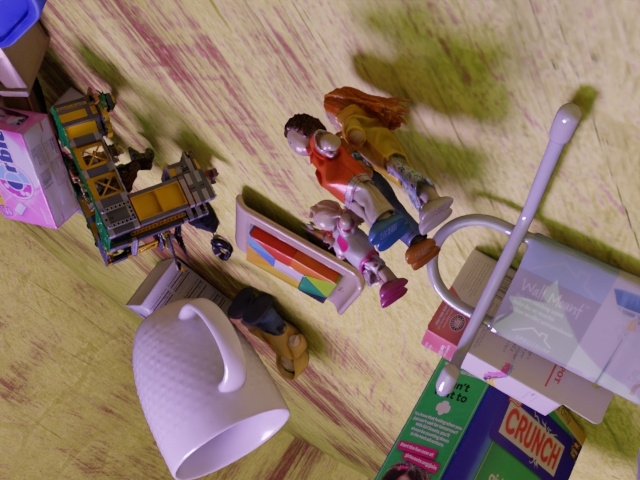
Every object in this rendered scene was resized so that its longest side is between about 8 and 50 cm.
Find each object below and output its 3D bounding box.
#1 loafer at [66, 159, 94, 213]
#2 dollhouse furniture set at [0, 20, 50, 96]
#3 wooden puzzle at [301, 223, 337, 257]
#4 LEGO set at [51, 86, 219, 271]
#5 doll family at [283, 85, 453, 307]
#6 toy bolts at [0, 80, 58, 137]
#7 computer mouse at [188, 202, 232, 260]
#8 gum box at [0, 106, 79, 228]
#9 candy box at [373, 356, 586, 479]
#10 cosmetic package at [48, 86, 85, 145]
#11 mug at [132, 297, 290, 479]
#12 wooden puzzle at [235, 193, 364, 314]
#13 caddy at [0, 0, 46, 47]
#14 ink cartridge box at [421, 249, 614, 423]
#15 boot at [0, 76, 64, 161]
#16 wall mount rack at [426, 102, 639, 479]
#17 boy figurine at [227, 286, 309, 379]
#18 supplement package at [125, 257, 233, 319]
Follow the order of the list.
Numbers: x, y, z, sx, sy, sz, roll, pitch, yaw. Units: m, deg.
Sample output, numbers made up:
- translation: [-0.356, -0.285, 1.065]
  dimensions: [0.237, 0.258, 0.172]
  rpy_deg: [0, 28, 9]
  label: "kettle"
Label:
- translation: [-0.581, -0.157, 1.426]
  dimensions: [0.087, 0.094, 0.251]
  rpy_deg: [-21, 136, 36]
  label: "loafer"
- translation: [-0.518, -0.287, 0.865]
  dimensions: [0.241, 0.212, 0.161]
  rpy_deg: [3, 151, 6]
  label: "dollhouse furniture set"
- translation: [0.000, 0.000, 0.982]
  dimensions: [0.049, 0.006, 0.083]
  rpy_deg: [22, 156, 31]
  label: "wooden puzzle"
- translation: [-0.280, -0.098, 1.034]
  dimensions: [0.255, 0.192, 0.331]
  rpy_deg: [61, 157, 13]
  label: "LEGO set"
- translation: [0.051, -0.055, 0.631]
  dimensions: [0.163, 0.118, 0.263]
  rpy_deg: [52, 171, 22]
  label: "doll family"
- translation: [-0.566, -0.264, 1.157]
  dimensions: [0.228, 0.158, 0.218]
  rpy_deg: [54, -166, -62]
  label: "toy bolts"
- translation: [-0.216, -0.016, 1.224]
  dimensions: [0.071, 0.041, 0.242]
  rpy_deg: [25, 158, 22]
  label: "computer mouse"
- translation: [-0.460, -0.116, 1.016]
  dimensions: [0.107, 0.062, 0.188]
  rpy_deg: [12, 132, 16]
  label: "gum box"
- translation: [0.227, 0.339, 0.940]
  dimensions: [0.122, 0.317, 0.268]
  rpy_deg: [3, 144, 52]
  label: "candy box"
- translation: [-0.411, -0.199, 1.096]
  dimensions: [0.041, 0.060, 0.115]
  rpy_deg: [35, 158, 0]
  label: "cosmetic package"
- translation: [-0.249, 0.275, 1.403]
  dimensions: [0.328, 0.276, 0.374]
  rpy_deg: [56, 144, 25]
  label: "mug"
- translation: [-0.048, 0.037, 1.069]
  dimensions: [0.238, 0.044, 0.221]
  rpy_deg: [34, 162, 3]
  label: "wooden puzzle"
- translation: [-0.354, -0.319, 0.599]
  dimensions: [0.241, 0.179, 0.341]
  rpy_deg: [20, 171, -36]
  label: "caddy"
- translation: [0.227, 0.111, 0.727]
  dimensions: [0.198, 0.115, 0.067]
  rpy_deg: [30, 160, 15]
  label: "ink cartridge box"
- translation: [-0.495, -0.191, 1.057]
  dimensions: [0.305, 0.115, 0.112]
  rpy_deg: [96, 160, -44]
  label: "boot"
- translation: [0.254, 0.054, 0.563]
  dimensions: [0.350, 0.130, 0.304]
  rpy_deg: [26, 119, 16]
  label: "wall mount rack"
- translation: [-0.108, 0.219, 1.505]
  dimensions: [0.177, 0.092, 0.285]
  rpy_deg: [16, 149, 34]
  label: "boy figurine"
- translation: [-0.359, 0.168, 1.682]
  dimensions: [0.203, 0.149, 0.194]
  rpy_deg: [41, 158, -18]
  label: "supplement package"
